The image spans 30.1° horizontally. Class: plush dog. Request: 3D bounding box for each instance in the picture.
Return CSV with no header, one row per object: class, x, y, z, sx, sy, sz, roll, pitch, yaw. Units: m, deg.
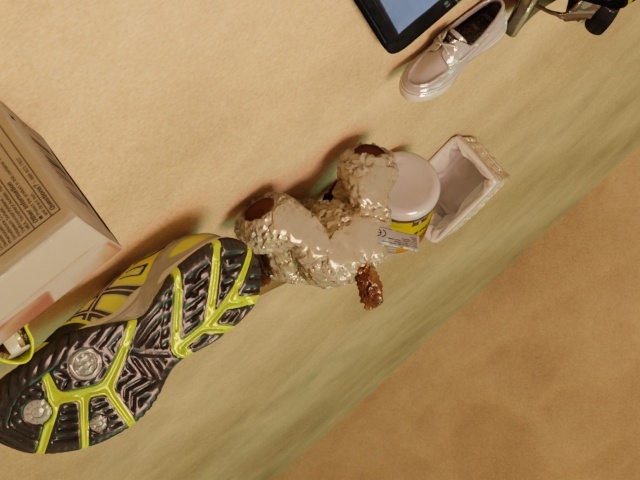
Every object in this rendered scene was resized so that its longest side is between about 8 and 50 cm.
plush dog,0.000,0.000,1.716,0.262,0.211,0.225,-31,-170,-21

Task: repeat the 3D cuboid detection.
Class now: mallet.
mallet,0.505,-0.392,1.983,0.189,0.039,0.062,-30,162,-42

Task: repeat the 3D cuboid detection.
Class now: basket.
basket,0.234,-0.093,2.077,0.167,0.113,0.103,-46,167,26

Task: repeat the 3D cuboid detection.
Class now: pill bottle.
pill bottle,0.123,-0.050,1.925,0.117,0.117,0.215,-34,165,-15

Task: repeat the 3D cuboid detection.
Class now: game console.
game console,0.187,-0.278,1.305,0.250,0.173,0.293,-40,164,5

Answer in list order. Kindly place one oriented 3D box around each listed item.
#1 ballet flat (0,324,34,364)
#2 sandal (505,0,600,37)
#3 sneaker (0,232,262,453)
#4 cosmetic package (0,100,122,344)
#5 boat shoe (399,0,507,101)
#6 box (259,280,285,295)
ballet flat,-0.355,0.085,1.288,0.077,0.077,0.231,-33,164,-11
sandal,0.376,-0.362,1.660,0.302,0.086,0.120,-31,163,-27
sneaker,-0.250,0.127,1.489,0.384,0.145,0.147,-34,-157,-21
cosmetic package,-0.341,0.031,1.026,0.296,0.153,0.129,-37,164,-1
boat shoe,0.177,-0.254,1.567,0.184,0.066,0.063,-34,154,-12
box,-0.058,0.033,1.933,0.201,0.021,0.164,-25,160,-42
